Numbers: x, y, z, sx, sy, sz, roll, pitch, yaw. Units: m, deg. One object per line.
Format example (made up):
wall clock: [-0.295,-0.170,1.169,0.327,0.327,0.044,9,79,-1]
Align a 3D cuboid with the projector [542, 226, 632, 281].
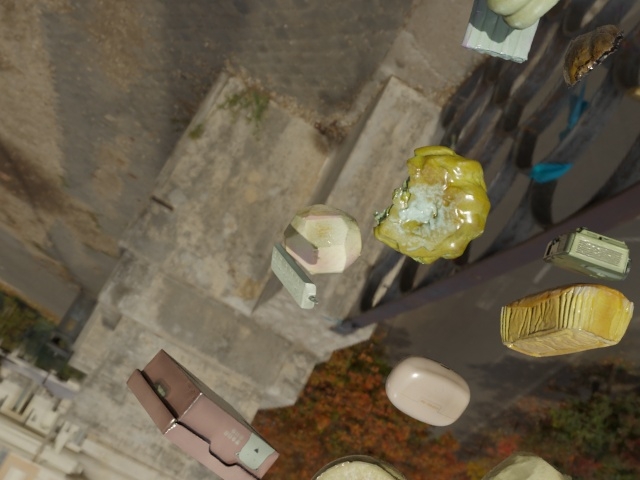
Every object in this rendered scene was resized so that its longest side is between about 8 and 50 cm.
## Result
projector: [0.701,0.040,1.798,0.193,0.088,0.269,20,176,7]

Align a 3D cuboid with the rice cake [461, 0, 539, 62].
rice cake: [0.440,-0.537,1.656,0.189,0.198,0.037,9,-178,-10]

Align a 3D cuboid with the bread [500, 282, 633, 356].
bread: [0.508,0.174,1.472,0.152,0.119,0.288,22,158,-15]

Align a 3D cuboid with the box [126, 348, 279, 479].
box: [-0.196,0.300,1.159,0.215,0.086,0.215,47,167,-30]

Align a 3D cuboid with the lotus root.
lotus root: [0.637,-0.454,1.668,0.078,0.329,0.167,45,122,0]

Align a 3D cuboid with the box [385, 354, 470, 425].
box: [0.251,0.351,1.620,0.200,0.146,0.088,27,-163,-12]

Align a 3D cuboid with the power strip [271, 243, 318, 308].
power strip: [-0.060,0.081,1.535,0.027,0.060,0.253,-2,-155,-24]

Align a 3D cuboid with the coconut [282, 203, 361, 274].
coconut: [0.000,0.000,2.084,0.236,0.237,0.198,15,120,31]

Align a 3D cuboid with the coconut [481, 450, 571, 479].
coconut: [0.457,0.567,1.500,0.224,0.224,0.224,24,160,9]

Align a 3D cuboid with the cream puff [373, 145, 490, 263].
cream puff: [0.219,-0.057,1.251,0.194,0.221,0.195,26,-157,-12]

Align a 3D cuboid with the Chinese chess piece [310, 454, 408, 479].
Chinese chess piece: [0.084,0.601,1.488,0.269,0.270,0.112,20,170,19]

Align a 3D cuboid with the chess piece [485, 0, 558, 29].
chess piece: [0.327,-0.586,1.388,0.330,0.182,0.182,27,162,-21]
